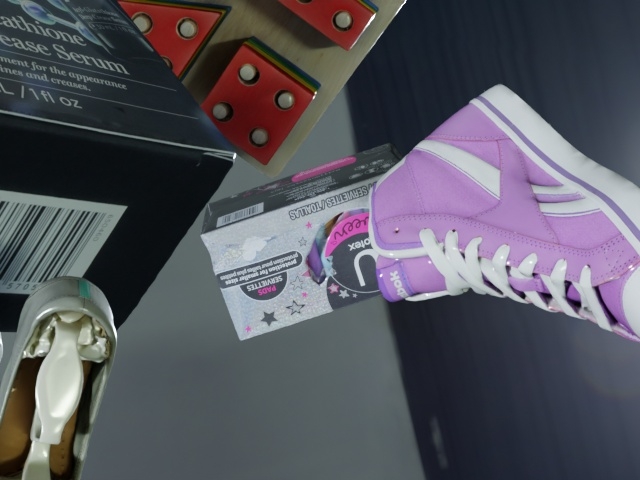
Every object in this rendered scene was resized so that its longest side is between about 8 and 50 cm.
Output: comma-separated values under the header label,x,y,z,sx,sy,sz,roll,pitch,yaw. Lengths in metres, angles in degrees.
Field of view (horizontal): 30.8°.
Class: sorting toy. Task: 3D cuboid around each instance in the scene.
label,x,y,z,sx,sy,sz,roll,pitch,yaw
sorting toy,-0.082,-0.228,1.172,0.257,0.255,0.089,-53,-175,19

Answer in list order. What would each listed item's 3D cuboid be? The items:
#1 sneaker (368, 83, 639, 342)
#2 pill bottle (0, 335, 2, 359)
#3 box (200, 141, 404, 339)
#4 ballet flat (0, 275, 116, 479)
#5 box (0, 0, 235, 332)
label,x,y,z,sx,sy,sz,roll,pitch,yaw
sneaker,0.128,0.018,0.752,0.161,0.102,0.282,-34,-143,-4
pill bottle,-0.491,0.042,1.485,0.169,0.301,0.169,-14,137,-13
box,0.000,0.000,1.369,0.247,0.142,0.163,-19,-165,2
ballet flat,-0.175,0.127,0.707,0.072,0.213,0.068,12,-172,-20
box,-0.313,-0.133,0.945,0.293,0.395,0.212,6,128,-51
